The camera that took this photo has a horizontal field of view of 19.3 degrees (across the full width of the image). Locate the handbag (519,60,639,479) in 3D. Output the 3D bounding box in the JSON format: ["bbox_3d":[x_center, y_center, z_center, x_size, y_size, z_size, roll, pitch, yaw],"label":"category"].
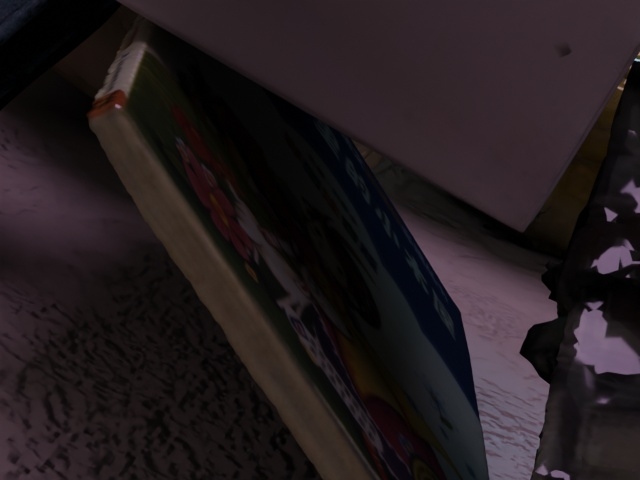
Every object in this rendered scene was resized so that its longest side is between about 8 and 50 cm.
[{"bbox_3d":[0.203,0.106,0.544,0.327,0.162,0.325,19,35,6],"label":"handbag"}]

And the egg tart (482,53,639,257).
[{"bbox_3d":[0.167,-0.076,1.125,0.345,0.132,0.345,18,19,-6],"label":"egg tart"}]

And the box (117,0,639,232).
[{"bbox_3d":[0.020,-0.118,0.698,0.203,0.106,0.251,31,15,0],"label":"box"}]

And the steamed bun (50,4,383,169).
[{"bbox_3d":[-0.066,-0.216,0.973,0.230,0.372,0.325,0,6,-33],"label":"steamed bun"}]

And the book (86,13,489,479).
[{"bbox_3d":[0.000,0.000,0.708,0.228,0.018,0.322,57,11,-17],"label":"book"}]

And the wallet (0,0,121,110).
[{"bbox_3d":[-0.251,-0.150,0.828,0.379,0.191,0.046,39,-12,34],"label":"wallet"}]
